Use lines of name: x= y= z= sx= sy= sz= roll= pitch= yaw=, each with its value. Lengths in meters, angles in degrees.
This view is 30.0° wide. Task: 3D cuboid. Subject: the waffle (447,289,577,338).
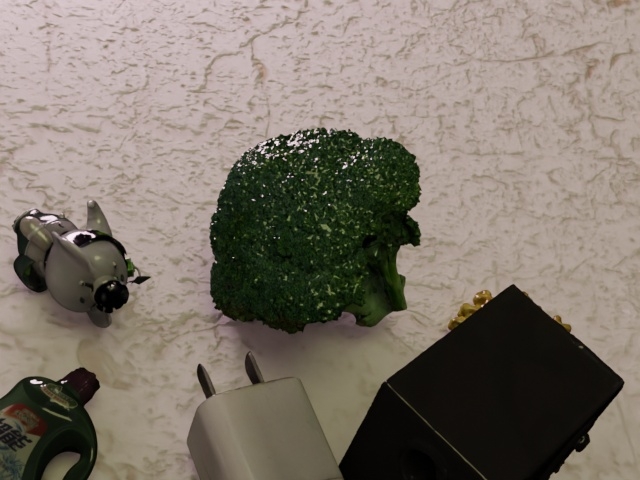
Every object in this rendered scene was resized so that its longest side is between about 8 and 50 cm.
waffle: x=0.255 y=0.140 z=1.556 sx=0.191 sy=0.038 sz=0.191 roll=9 pitch=51 yaw=-11

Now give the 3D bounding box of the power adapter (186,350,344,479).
power adapter: x=-0.076 y=0.216 z=1.332 sx=0.130 sy=0.125 sz=0.205 roll=-10 pitch=55 yaw=-23

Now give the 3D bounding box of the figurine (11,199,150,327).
figurine: x=-0.289 y=0.025 z=1.419 sx=0.126 sy=0.147 sz=0.192 roll=-40 pitch=52 yaw=-18

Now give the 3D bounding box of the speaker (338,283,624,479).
speaker: x=0.166 y=0.225 z=1.319 sx=0.232 sy=0.254 sz=0.184 roll=-33 pitch=67 yaw=-35

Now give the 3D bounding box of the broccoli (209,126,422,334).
broccoli: x=0.000 y=0.000 z=1.458 sx=0.275 sy=0.308 sz=0.308 roll=53 pitch=45 yaw=-24

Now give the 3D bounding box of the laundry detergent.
laundry detergent: x=-0.307 y=0.221 z=1.288 sx=0.144 sy=0.078 sz=0.222 roll=39 pitch=49 yaw=11
